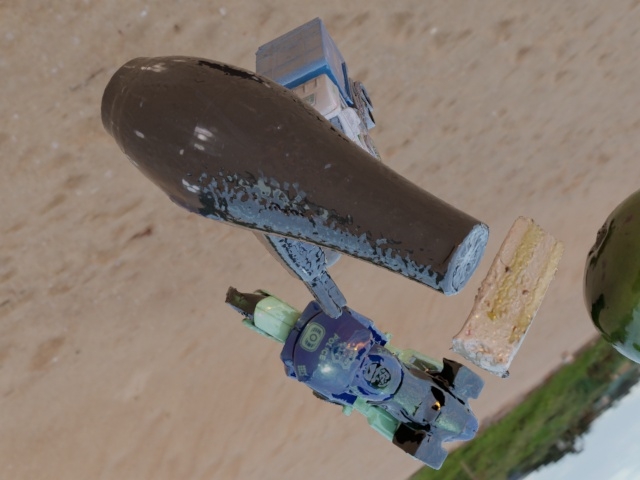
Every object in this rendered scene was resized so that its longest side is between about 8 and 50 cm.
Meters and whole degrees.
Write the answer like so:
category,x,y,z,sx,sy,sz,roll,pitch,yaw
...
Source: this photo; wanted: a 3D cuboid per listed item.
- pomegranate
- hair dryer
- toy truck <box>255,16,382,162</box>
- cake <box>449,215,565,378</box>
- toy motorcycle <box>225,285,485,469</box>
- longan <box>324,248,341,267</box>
category,x,y,z,sx,sy,sz,roll,pitch,yaw
pomegranate,0.355,0.046,0.923,0.187,0.225,0.187,-57,172,-13
hair dryer,0.000,0.000,0.522,0.075,0.195,0.219,-56,155,-14
toy truck,-0.010,-0.202,1.540,0.146,0.175,0.367,-27,-151,11
cake,0.145,0.041,0.766,0.121,0.052,0.065,-63,167,0
toy motorcycle,0.045,0.143,1.141,0.125,0.331,0.196,-60,-150,-5
longan,0.001,-0.001,1.795,0.119,0.106,0.106,-16,158,-26
